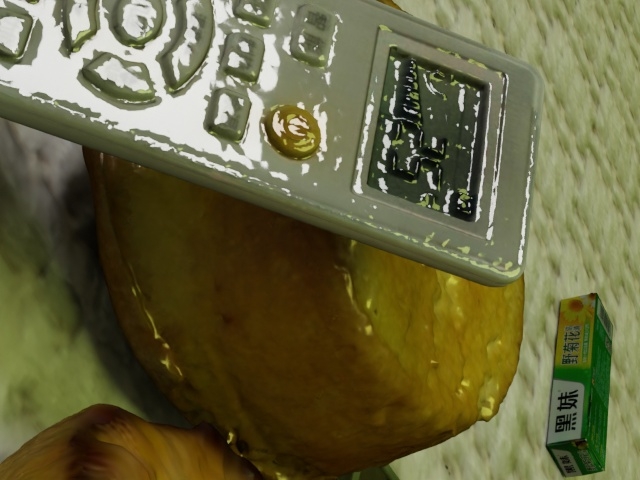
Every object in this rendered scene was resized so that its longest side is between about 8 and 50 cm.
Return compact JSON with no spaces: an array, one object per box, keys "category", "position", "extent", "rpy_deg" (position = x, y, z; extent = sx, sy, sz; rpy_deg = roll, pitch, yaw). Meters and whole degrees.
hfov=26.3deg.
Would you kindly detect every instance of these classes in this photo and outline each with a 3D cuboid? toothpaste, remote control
[{"category":"toothpaste","position":[0.221,0.119,1.163],"extent":[0.043,0.037,0.178],"rpy_deg":[60,29,-31]},{"category":"remote control","position":[-0.062,-0.069,0.540],"extent":[0.313,0.055,0.109],"rpy_deg":[20,58,-13]}]

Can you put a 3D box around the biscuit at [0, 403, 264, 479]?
[{"category":"biscuit","position":[-0.035,0.199,0.488],"extent":[0.296,0.102,0.296],"rpy_deg":[56,7,-10]}]

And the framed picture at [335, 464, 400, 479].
[{"category":"framed picture","position":[0.035,0.229,0.763],"extent":[0.150,0.015,0.203],"rpy_deg":[56,32,-30]}]

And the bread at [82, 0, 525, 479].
[{"category":"bread","position":[0.000,0.000,0.687],"extent":[0.268,0.146,0.268],"rpy_deg":[32,52,-51]}]
